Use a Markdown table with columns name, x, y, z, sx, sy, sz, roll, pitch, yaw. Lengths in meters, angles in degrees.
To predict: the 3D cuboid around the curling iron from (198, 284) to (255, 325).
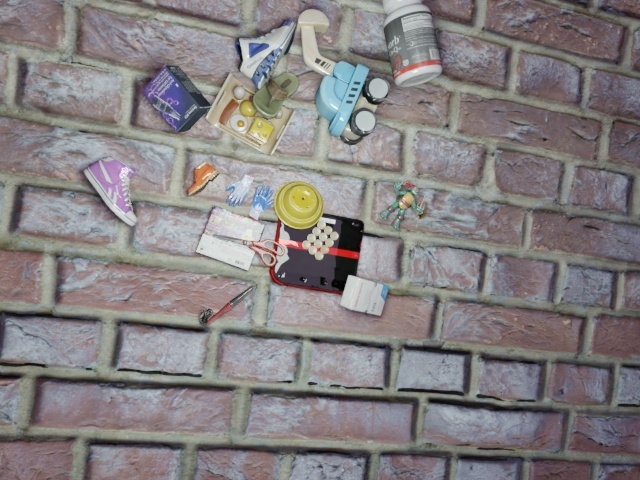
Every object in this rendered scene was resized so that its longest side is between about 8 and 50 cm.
| name | x | y | z | sx | sy | sz | roll | pitch | yaw |
| --- | --- | --- | --- | --- | --- | --- | --- | --- | --- |
| curling iron | -0.393 | 0.267 | 1.801 | 0.274 | 0.035 | 0.068 | -31 | 98 | -9 |

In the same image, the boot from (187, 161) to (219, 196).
| name | x | y | z | sx | sy | sz | roll | pitch | yaw |
| --- | --- | --- | --- | --- | --- | --- | --- | --- | --- |
| boot | -0.500 | -0.252 | 1.756 | 0.084 | 0.059 | 0.158 | 44 | 75 | -7 |

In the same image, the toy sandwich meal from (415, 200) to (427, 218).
| name | x | y | z | sx | sy | sz | roll | pitch | yaw |
| --- | --- | --- | --- | --- | --- | --- | --- | --- | --- |
| toy sandwich meal | 0.461 | -0.138 | 1.949 | 0.086 | 0.029 | 0.085 | 0 | 89 | -53 |

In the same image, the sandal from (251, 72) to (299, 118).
| name | x | y | z | sx | sy | sz | roll | pitch | yaw |
| --- | --- | --- | --- | --- | --- | --- | --- | --- | --- |
| sandal | -0.178 | -0.608 | 1.733 | 0.120 | 0.086 | 0.302 | 35 | 56 | -9 |

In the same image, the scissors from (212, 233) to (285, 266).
| name | x | y | z | sx | sy | sz | roll | pitch | yaw |
| --- | --- | --- | --- | --- | --- | --- | --- | --- | --- |
| scissors | -0.293 | 0.006 | 1.779 | 0.297 | 0.021 | 0.109 | 29 | 84 | -5 |

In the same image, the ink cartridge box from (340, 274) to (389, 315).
| name | x | y | z | sx | sy | sz | roll | pitch | yaw |
| --- | --- | --- | --- | --- | --- | --- | --- | --- | --- |
| ink cartridge box | 0.194 | 0.240 | 1.861 | 0.191 | 0.082 | 0.139 | 19 | 88 | -36 |

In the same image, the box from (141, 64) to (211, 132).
| name | x | y | z | sx | sy | sz | roll | pitch | yaw |
| --- | --- | --- | --- | --- | --- | --- | --- | --- | --- |
| box | -0.561 | -0.555 | 1.677 | 0.153 | 0.108 | 0.207 | -38 | 98 | 21 |

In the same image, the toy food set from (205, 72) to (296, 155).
| name | x | y | z | sx | sy | sz | roll | pitch | yaw |
| --- | --- | --- | --- | --- | --- | --- | --- | --- | --- |
| toy food set | -0.285 | -0.519 | 1.770 | 0.306 | 0.092 | 0.219 | 28 | 86 | -11 |

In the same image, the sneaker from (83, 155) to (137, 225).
| name | x | y | z | sx | sy | sz | roll | pitch | yaw |
| --- | --- | --- | --- | --- | --- | --- | --- | --- | --- |
| sneaker | -0.776 | -0.203 | 1.678 | 0.161 | 0.102 | 0.282 | -35 | 98 | -12 |

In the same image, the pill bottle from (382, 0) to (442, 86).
| name | x | y | z | sx | sy | sz | roll | pitch | yaw |
| --- | --- | --- | --- | --- | --- | --- | --- | --- | --- |
| pill bottle | 0.386 | -0.870 | 1.837 | 0.210 | 0.210 | 0.362 | -14 | 94 | -11 |

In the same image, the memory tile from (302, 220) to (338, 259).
| name | x | y | z | sx | sy | sz | roll | pitch | yaw |
| --- | --- | --- | --- | --- | --- | --- | --- | --- | --- |
| memory tile | 0.000 | 0.000 | 1.839 | 0.113 | 0.012 | 0.148 | 39 | 78 | -8 |

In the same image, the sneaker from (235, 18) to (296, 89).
| name | x | y | z | sx | sy | sz | roll | pitch | yaw |
| --- | --- | --- | --- | --- | --- | --- | --- | --- | --- |
| sneaker | -0.241 | -0.793 | 1.748 | 0.182 | 0.127 | 0.315 | 30 | 80 | -3 |

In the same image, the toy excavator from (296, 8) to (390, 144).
| name | x | y | z | sx | sy | sz | roll | pitch | yaw |
| --- | --- | --- | --- | --- | --- | --- | --- | --- | --- |
| toy excavator | 0.056 | -0.672 | 1.769 | 0.445 | 0.222 | 0.432 | 22 | 87 | -11 |

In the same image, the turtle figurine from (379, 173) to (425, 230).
| name | x | y | z | sx | sy | sz | roll | pitch | yaw |
| --- | --- | --- | --- | --- | --- | --- | --- | --- | --- |
| turtle figurine | 0.379 | -0.170 | 1.905 | 0.175 | 0.118 | 0.234 | 40 | 99 | 4 |

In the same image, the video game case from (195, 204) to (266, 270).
| name | x | y | z | sx | sy | sz | roll | pitch | yaw |
| --- | --- | --- | --- | --- | --- | --- | --- | --- | --- |
| video game case | -0.374 | -0.010 | 1.793 | 0.232 | 0.042 | 0.210 | 21 | 88 | -11 |

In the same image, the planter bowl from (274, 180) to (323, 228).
| name | x | y | z | sx | sy | sz | roll | pitch | yaw |
| --- | --- | --- | --- | --- | --- | --- | --- | --- | --- |
| planter bowl | -0.081 | -0.163 | 1.798 | 0.217 | 0.090 | 0.217 | 3 | 77 | -13 |

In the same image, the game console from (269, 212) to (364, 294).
| name | x | y | z | sx | sy | sz | roll | pitch | yaw |
| --- | --- | --- | --- | --- | --- | --- | --- | --- | --- |
| game console | -0.012 | 0.048 | 1.869 | 0.387 | 0.060 | 0.341 | 10 | 84 | -12 |

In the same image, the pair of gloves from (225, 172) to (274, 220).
| name | x | y | z | sx | sy | sz | roll | pitch | yaw |
| --- | --- | --- | --- | --- | --- | --- | --- | --- | --- |
| pair of gloves | -0.300 | -0.189 | 1.813 | 0.198 | 0.023 | 0.159 | 32 | 85 | -11 |
